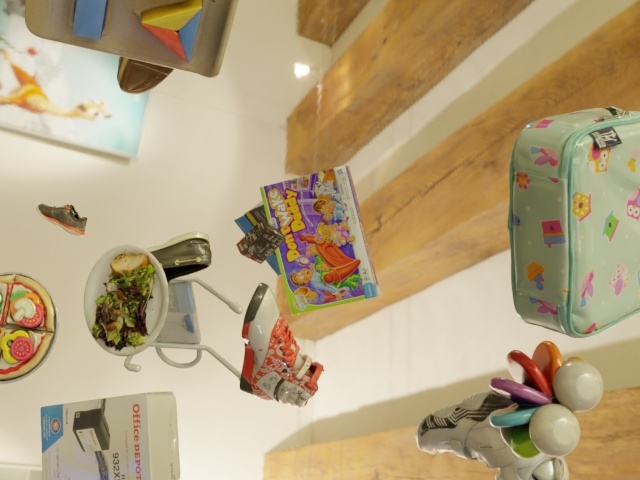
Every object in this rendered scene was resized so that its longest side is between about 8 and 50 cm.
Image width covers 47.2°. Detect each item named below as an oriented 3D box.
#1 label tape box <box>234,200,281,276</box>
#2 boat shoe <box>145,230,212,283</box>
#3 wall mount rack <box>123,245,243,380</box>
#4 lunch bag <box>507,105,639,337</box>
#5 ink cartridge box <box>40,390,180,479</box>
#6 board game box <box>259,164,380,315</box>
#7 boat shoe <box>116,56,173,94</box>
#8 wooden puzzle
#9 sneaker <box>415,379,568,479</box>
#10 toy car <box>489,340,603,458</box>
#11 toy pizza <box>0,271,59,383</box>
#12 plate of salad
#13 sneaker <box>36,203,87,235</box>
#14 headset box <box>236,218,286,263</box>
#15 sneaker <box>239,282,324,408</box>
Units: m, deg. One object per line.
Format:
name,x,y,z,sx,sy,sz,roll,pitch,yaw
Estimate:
label tape box,-0.087,-0.035,2.216,0.106,0.240,0.334,-44,-166,-31
boat shoe,-0.315,0.055,1.416,0.228,0.081,0.068,-23,-117,14
wall mount rack,-0.294,0.189,1.597,0.130,0.304,0.350,-75,165,-55
lunch bag,0.349,-0.032,0.924,0.108,0.224,0.279,21,-60,56
ink cartridge box,-0.510,0.494,1.772,0.308,0.129,0.223,-11,-104,17
board game box,0.000,0.000,1.909,0.078,0.233,0.347,-26,102,-78
boat shoe,-0.348,-0.472,1.542,0.123,0.123,0.342,49,-58,30
wooden puzzle,-0.306,-0.442,1.213,0.080,0.348,0.322,-95,-158,-51
sneaker,0.336,0.422,1.463,0.366,0.137,0.210,-41,-127,45
toy car,0.325,0.237,1.116,0.182,0.136,0.159,-56,-177,-14
toy pizza,-0.564,0.153,1.303,0.032,0.201,0.201,55,43,-75
plate of salad,-0.353,0.106,1.298,0.200,0.048,0.199,-3,-96,27
sneaker,-0.662,-0.068,1.895,0.064,0.158,0.061,-64,164,5
headset box,-0.119,0.006,1.440,0.083,0.062,0.032,-43,-131,15
sneaker,-0.060,0.191,1.289,0.090,0.145,0.270,-63,166,-48
